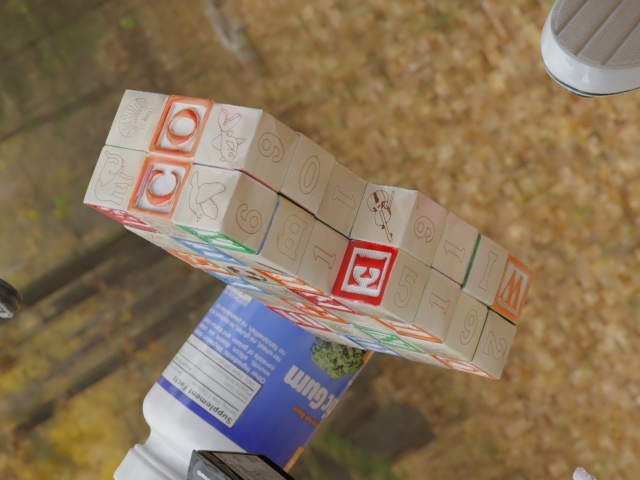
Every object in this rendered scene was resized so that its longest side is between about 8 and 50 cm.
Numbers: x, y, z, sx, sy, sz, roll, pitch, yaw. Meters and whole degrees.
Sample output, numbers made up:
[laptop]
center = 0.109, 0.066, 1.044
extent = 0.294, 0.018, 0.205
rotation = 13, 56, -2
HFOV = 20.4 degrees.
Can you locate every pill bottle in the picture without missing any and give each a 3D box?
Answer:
[pill bottle]
center = -0.070, 0.144, 1.674
extent = 0.152, 0.272, 0.152
rotation = 35, 176, 3

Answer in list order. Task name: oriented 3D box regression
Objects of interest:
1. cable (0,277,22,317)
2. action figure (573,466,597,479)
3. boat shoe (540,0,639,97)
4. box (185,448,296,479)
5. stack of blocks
[cable]
center = -0.359, 0.071, 1.775
extent = 0.139, 0.072, 0.287
rotation = 43, 165, -28
[action figure]
center = 0.459, 0.417, 2.035
extent = 0.248, 0.275, 0.370
rotation = 31, 153, -36
[boat shoe]
center = 0.291, -0.192, 1.656
extent = 0.121, 0.335, 0.119
rotation = 38, 130, 13
[box]
center = -0.028, 0.333, 1.391
extent = 0.076, 0.242, 0.307
rotation = 9, -167, -36
[stack of blocks]
center = 0.000, 0.000, 1.251
extent = 0.171, 0.087, 0.297
rotation = 10, 166, 39
